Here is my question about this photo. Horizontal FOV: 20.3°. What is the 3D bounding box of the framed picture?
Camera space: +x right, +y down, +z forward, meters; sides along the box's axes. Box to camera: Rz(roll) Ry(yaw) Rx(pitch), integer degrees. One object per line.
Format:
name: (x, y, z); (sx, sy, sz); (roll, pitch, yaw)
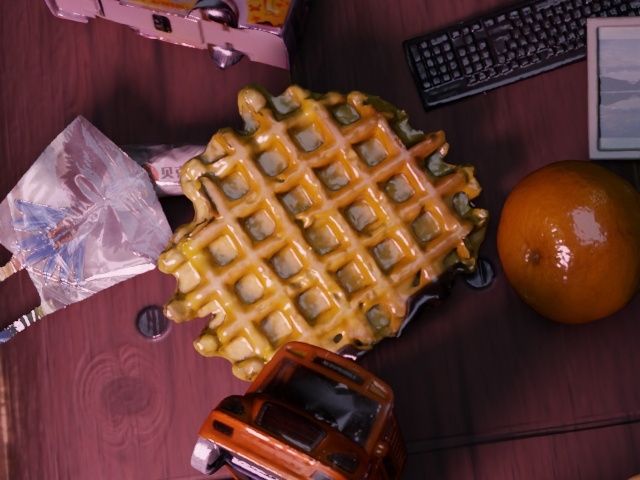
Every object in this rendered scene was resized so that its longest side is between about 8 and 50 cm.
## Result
framed picture: (0.368, -0.153, 1.790); (0.203, 0.015, 0.150); (0, 82, 7)

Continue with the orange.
orange: (0.247, 0.000, 1.713); (0.136, 0.159, 0.159); (-15, 68, -39)

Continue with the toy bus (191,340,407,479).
toy bus: (-0.005, 0.190, 1.596); (0.143, 0.329, 0.153); (26, 77, 14)

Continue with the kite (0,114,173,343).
kite: (-0.293, 0.030, 1.811); (0.310, 0.015, 0.169); (-42, 86, 5)

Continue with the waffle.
waffle: (0.000, 0.000, 1.762); (0.307, 0.060, 0.312); (23, 86, 0)

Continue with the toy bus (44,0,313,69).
toy bus: (-0.149, -0.259, 1.862); (0.274, 0.090, 0.112); (15, 71, 12)

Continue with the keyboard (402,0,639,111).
keyboard: (0.214, -0.205, 1.835); (0.250, 0.017, 0.087); (-18, 73, 2)

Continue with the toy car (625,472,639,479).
toy car: (0.287, 0.333, 1.600); (0.336, 0.226, 0.242); (-23, 72, 29)

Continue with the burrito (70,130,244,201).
burrito: (-0.150, -0.075, 1.828); (0.203, 0.064, 0.064); (-7, 74, 7)
